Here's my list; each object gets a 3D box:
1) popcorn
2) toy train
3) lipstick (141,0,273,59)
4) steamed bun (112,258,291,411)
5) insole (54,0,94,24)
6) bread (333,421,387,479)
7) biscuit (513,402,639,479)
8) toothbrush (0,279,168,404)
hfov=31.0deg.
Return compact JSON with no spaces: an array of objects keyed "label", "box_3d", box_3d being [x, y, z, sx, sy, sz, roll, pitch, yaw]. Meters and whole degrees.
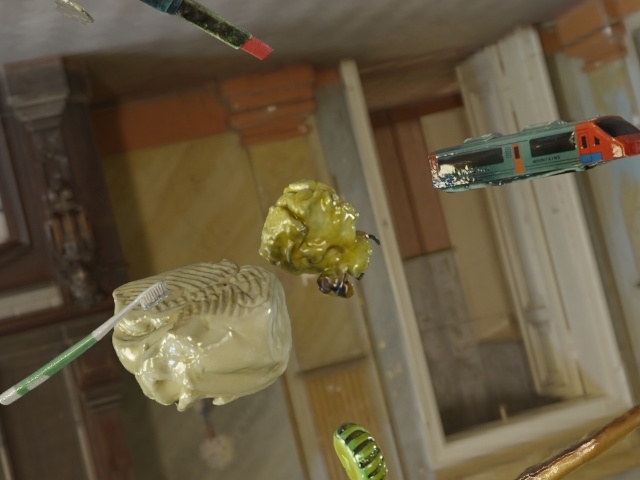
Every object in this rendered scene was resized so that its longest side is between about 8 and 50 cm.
[{"label":"popcorn","box_3d":[0.003,-0.009,1.913,0.195,0.168,0.173,27,-157,0]},{"label":"toy train","box_3d":[0.347,-0.145,1.876,0.086,0.089,0.409,-13,-177,-39]},{"label":"lipstick","box_3d":[-0.231,-0.420,2.153,0.312,0.051,0.051,27,-158,-22]},{"label":"steamed bun","box_3d":[-0.186,0.165,1.824,0.289,0.203,0.276,-11,-158,9]},{"label":"insole","box_3d":[-0.462,-0.430,2.166,0.081,0.011,0.248,28,179,-16]},{"label":"bread","box_3d":[0.079,0.414,2.222,0.071,0.139,0.130,-28,153,-14]},{"label":"biscuit","box_3d":[0.470,0.352,1.995,0.299,0.045,0.154,-33,167,5]},{"label":"toothbrush","box_3d":[-0.287,0.127,1.394,0.257,0.024,0.018,-34,145,10]}]
